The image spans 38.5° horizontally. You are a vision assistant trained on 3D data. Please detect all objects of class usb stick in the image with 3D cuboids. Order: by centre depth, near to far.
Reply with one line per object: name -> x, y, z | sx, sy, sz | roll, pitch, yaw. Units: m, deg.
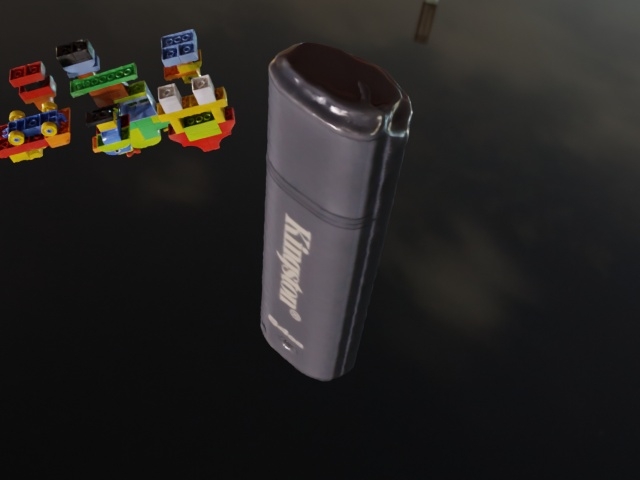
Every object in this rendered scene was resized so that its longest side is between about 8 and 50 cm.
usb stick -> 0.000, 0.000, 0.533 | 0.077, 0.278, 0.045 | 31, -121, 15

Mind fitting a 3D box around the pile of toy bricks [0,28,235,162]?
pile of toy bricks -> -0.186, -0.117, 0.864 | 0.212, 0.105, 0.118 | -13, -125, 5
